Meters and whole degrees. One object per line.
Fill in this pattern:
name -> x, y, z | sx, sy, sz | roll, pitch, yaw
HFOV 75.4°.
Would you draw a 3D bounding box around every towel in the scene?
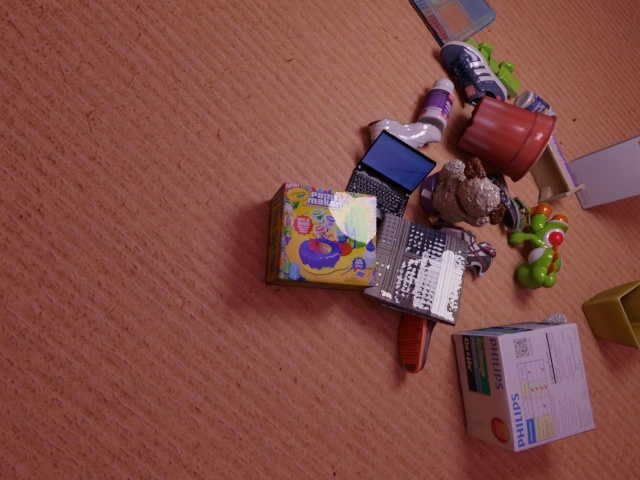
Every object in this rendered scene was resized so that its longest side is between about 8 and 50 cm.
towel -> 0.575, -0.989, 1.768 | 0.370, 0.040, 0.271 | -39, 95, -24
towel -> 0.311, 0.092, 1.347 | 0.313, 0.056, 0.323 | 20, 62, 1

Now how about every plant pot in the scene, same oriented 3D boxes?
plant pot -> 1.221, 0.299, 1.693 | 0.213, 0.187, 0.212 | -21, 88, -25
plant pot -> 0.683, -0.400, 1.565 | 0.265, 0.272, 0.272 | 28, 69, 6

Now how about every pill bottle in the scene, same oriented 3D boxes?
pill bottle -> 0.937, -0.567, 1.801 | 0.170, 0.094, 0.094 | 29, 70, -15
pill bottle -> 0.447, -0.515, 1.580 | 0.108, 0.108, 0.193 | 26, 71, -16

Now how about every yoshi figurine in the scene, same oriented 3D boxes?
yoshi figurine -> 0.856, 0.045, 1.631 | 0.202, 0.204, 0.361 | 60, 44, -41

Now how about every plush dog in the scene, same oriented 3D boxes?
plush dog -> 0.484, -0.140, 1.365 | 0.211, 0.225, 0.262 | -33, 95, -25

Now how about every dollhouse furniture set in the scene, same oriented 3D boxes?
dollhouse furniture set -> 0.785, -0.107, 1.643 | 0.059, 0.076, 0.151 | 40, 45, -13

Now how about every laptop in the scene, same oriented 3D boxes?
laptop -> 0.235, -0.191, 1.412 | 0.235, 0.137, 0.264 | 28, 70, -15

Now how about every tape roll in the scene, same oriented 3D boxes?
tape roll -> 0.468, -0.167, 1.535 | 0.189, 0.080, 0.188 | 4, 79, -22

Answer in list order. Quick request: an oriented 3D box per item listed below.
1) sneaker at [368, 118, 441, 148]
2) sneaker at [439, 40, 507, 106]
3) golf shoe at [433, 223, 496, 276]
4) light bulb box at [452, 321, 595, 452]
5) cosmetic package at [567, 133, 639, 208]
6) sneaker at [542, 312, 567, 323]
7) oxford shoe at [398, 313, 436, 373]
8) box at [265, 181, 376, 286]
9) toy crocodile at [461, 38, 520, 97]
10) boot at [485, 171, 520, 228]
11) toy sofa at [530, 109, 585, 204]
sneaker -> 0.306, -0.367, 1.511 | 0.298, 0.111, 0.129 | -3, 96, -19
sneaker -> 0.603, -0.639, 1.657 | 0.350, 0.131, 0.148 | 38, 64, -12
golf shoe -> 0.519, 0.031, 1.506 | 0.273, 0.105, 0.120 | 28, 77, -15
light bulb box -> 0.686, 0.474, 1.415 | 0.362, 0.225, 0.356 | -2, 81, -22
cosmetic package -> 1.289, -0.306, 1.696 | 0.162, 0.453, 0.229 | -23, 88, -24
sneaker -> 0.906, 0.397, 1.610 | 0.095, 0.090, 0.234 | 36, 71, -26
oxford shoe -> 0.354, 0.262, 1.377 | 0.133, 0.130, 0.362 | 19, 72, -22
box -> 0.000, 0.000, 1.250 | 0.291, 0.177, 0.278 | 6, 77, -18
toy crocodile -> 0.712, -0.720, 1.745 | 0.341, 0.105, 0.115 | 28, 70, -20
boot -> 0.658, -0.141, 1.608 | 0.179, 0.085, 0.236 | -14, 80, -22
toy sofa -> 0.951, -0.349, 1.733 | 0.177, 0.150, 0.362 | -25, 90, -24
